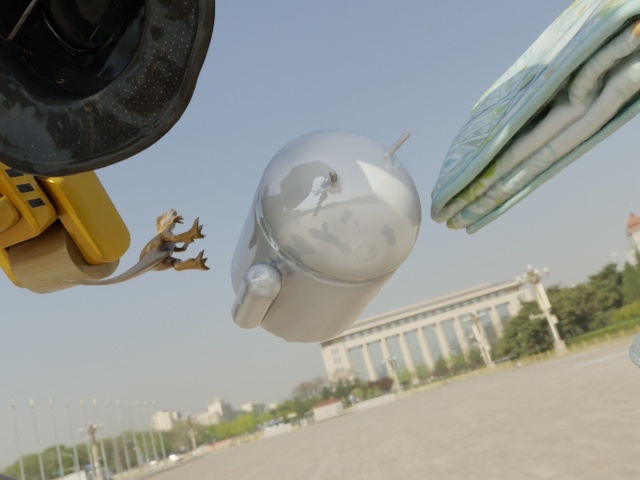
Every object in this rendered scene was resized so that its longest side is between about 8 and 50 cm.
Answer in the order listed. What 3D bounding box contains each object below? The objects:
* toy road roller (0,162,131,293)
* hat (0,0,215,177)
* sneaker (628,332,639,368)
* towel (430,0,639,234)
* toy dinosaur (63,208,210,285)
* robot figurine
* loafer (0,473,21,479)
[{"bbox_3d":[-0.465,-0.037,0.884,0.202,0.330,0.241,-15,26,25],"label":"toy road roller"},{"bbox_3d":[-0.228,-0.216,0.588,0.331,0.332,0.134,-20,-3,14],"label":"hat"},{"bbox_3d":[0.429,0.086,0.565,0.110,0.119,0.292,5,-11,-29],"label":"sneaker"},{"bbox_3d":[0.288,-0.198,0.720,0.321,0.090,0.374,-56,6,-38],"label":"towel"},{"bbox_3d":[-0.200,0.021,0.749,0.112,0.064,0.211,-10,20,13],"label":"toy dinosaur"},{"bbox_3d":[0.000,0.000,0.786,0.300,0.199,0.353,-46,-9,-38],"label":"robot figurine"},{"bbox_3d":[-0.115,0.179,0.226,0.365,0.134,0.130,8,12,-6],"label":"loafer"}]
